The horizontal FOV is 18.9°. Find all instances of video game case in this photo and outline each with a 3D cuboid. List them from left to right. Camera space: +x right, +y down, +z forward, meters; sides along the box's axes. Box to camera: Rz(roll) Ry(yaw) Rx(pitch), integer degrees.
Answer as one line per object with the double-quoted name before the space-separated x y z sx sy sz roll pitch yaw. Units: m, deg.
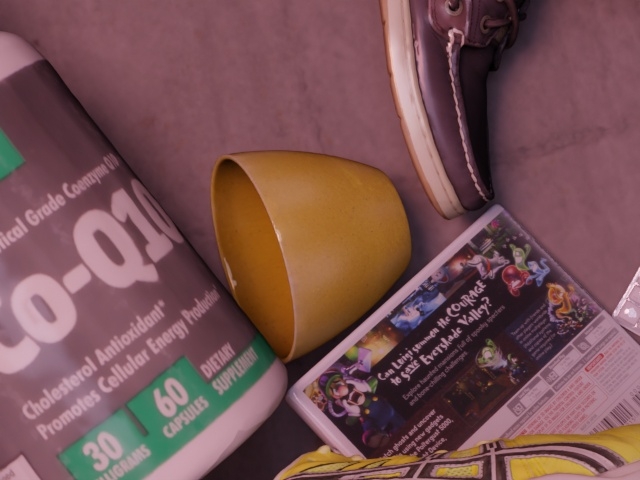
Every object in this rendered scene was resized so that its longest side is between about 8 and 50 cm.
"video game case" 0.104 0.097 1.183 0.190 0.022 0.173 -41 81 -20

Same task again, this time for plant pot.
"plant pot" 0.000 0.000 1.196 0.095 0.134 0.134 -16 83 -19

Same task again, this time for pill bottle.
"pill bottle" -0.202 0.006 1.144 0.204 0.204 0.361 -38 94 4

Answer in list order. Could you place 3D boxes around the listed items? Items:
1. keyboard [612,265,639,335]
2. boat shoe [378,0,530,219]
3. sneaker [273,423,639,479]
"keyboard" 0.310 0.082 1.193 0.256 0.014 0.072 30 90 9
"boat shoe" 0.086 -0.158 1.199 0.092 0.103 0.285 -9 79 12
"sneaker" 0.058 0.162 1.066 0.384 0.145 0.147 -15 47 -25
